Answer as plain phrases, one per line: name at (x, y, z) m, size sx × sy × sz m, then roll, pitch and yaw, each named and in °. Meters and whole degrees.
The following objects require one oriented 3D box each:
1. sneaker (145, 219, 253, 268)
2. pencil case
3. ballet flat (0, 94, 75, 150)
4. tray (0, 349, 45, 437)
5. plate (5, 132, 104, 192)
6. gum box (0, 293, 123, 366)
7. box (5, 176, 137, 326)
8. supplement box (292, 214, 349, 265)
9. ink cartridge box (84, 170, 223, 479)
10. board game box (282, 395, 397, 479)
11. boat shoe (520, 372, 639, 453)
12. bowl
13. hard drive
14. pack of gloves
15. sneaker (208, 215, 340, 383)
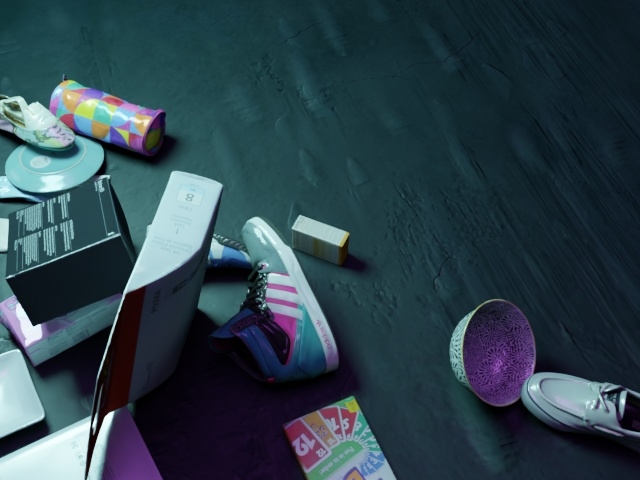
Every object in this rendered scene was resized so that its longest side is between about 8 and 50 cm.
sneaker at (-0.210, 0.026, 1.614) m, size 0.211 × 0.080 × 0.081 m, roll 12°, pitch 79°, yaw 6°
pencil case at (-0.417, -0.244, 1.791) m, size 0.236 × 0.104 × 0.104 m, roll 22°, pitch 55°, yaw 14°
ballet flat at (-0.563, -0.235, 1.762) m, size 0.221 × 0.079 × 0.077 m, roll 22°, pitch 43°, yaw 33°
tray at (-0.580, 0.283, 1.429) m, size 0.270 × 0.030 × 0.145 m, roll -23°, pitch 56°, yaw -17°
plate at (-0.513, -0.160, 1.754) m, size 0.188 × 0.024 × 0.188 m, roll 0°, pitch 44°, yaw 0°
gum box at (-0.435, 0.119, 1.534) m, size 0.188 × 0.062 × 0.107 m, roll -29°, pitch 57°, yaw -21°
box at (-0.407, 0.010, 1.496) m, size 0.184 × 0.103 × 0.261 m, roll -24°, pitch 28°, yaw -6°
supplement box at (0.000, 0.000, 1.633) m, size 0.098 × 0.062 × 0.036 m, roll 20°, pitch 56°, yaw 13°
ink cartridge box at (-0.243, 0.136, 1.339) m, size 0.091 × 0.308 × 0.385 m, roll 15°, pitch 46°, yaw -5°
board game box at (0.049, 0.368, 1.373) m, size 0.124 × 0.039 × 0.259 m, roll -20°, pitch 58°, yaw -14°
boat shoe at (0.448, 0.263, 1.413) m, size 0.268 × 0.088 × 0.096 m, roll 24°, pitch 56°, yaw 10°
bowl at (0.261, 0.181, 1.470) m, size 0.080 × 0.170 × 0.170 m, roll -9°, pitch 34°, yaw 52°
hard drive at (-0.392, 0.388, 1.344) m, size 0.308 × 0.040 × 0.203 m, roll -24°, pitch 57°, yaw -18°
pack of gloves at (-0.523, -0.064, 1.685) m, size 0.232 × 0.046 × 0.195 m, roll 3°, pitch 53°, yaw 1°
sneaker at (-0.109, 0.111, 1.497) m, size 0.178 × 0.124 × 0.295 m, roll -20°, pitch 69°, yaw -21°
